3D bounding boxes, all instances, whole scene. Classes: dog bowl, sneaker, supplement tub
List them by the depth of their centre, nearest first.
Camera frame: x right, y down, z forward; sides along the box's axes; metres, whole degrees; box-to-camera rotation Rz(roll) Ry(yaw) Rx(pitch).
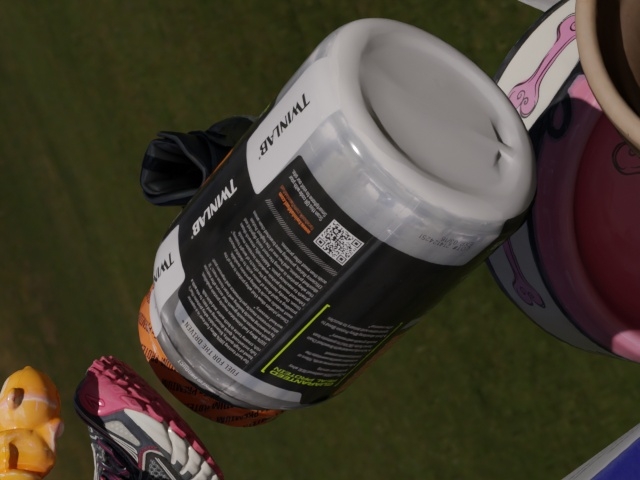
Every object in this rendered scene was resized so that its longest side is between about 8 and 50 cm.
[{"bbox_3d":[0.000,0.000,1.128,0.316,0.193,0.194,-46,62,38],"label":"supplement tub"},{"bbox_3d":[-0.140,0.205,1.177,0.121,0.112,0.299,42,158,33],"label":"sneaker"},{"bbox_3d":[0.358,-0.058,1.439,0.150,0.408,0.408,-134,25,-70],"label":"dog bowl"},{"bbox_3d":[-0.124,-0.088,1.589,0.226,0.163,0.086,37,119,59],"label":"sneaker"}]

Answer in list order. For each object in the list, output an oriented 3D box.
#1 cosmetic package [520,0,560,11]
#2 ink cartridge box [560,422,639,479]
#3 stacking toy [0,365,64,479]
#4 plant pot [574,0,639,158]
[{"bbox_3d":[0.397,-0.493,1.795,0.327,0.329,0.394,-34,43,53],"label":"cosmetic package"},{"bbox_3d":[0.159,0.187,0.926,0.071,0.324,0.330,51,132,12],"label":"ink cartridge box"},{"bbox_3d":[-0.203,0.222,0.974,0.175,0.165,0.302,73,-166,-62],"label":"stacking toy"},{"bbox_3d":[0.322,-0.118,0.973,0.263,0.263,0.229,59,-169,30],"label":"plant pot"}]
